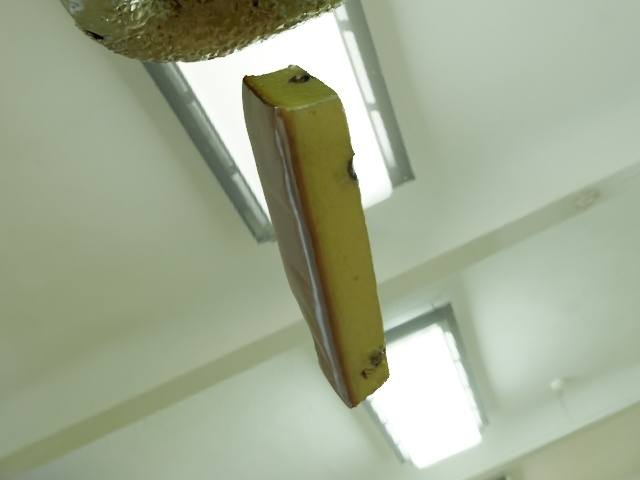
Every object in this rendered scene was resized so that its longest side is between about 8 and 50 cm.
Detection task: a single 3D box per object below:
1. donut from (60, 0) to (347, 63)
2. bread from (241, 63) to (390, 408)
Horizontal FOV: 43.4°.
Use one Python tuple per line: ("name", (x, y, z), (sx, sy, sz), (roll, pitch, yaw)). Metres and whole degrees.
("donut", (-0.068, -0.210, 0.550), (0.271, 0.107, 0.272), (-15, -6, -2))
("bread", (0.000, 0.000, 0.543), (0.049, 0.088, 0.226), (-21, -59, -15))
